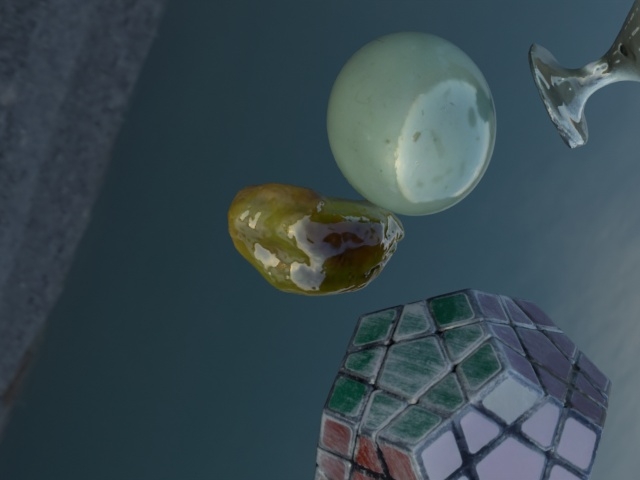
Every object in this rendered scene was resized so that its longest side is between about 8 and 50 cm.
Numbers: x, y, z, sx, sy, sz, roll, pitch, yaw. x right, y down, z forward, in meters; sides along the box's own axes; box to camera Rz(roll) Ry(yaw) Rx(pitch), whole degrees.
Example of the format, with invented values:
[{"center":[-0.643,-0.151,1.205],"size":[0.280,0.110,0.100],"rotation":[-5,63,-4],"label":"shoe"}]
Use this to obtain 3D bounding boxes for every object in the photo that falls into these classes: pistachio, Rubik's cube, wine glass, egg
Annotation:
[{"center":[-0.003,0.003,1.524],"size":[0.189,0.100,0.110],"rotation":[11,107,-30],"label":"pistachio"},{"center":[0.143,0.201,1.562],"size":[0.319,0.319,0.264],"rotation":[21,55,-58],"label":"Rubik's cube"},{"center":[0.328,-0.190,1.493],"size":[0.241,0.126,0.126],"rotation":[-26,156,22],"label":"wine glass"},{"center":[0.080,-0.103,1.364],"size":[0.192,0.149,0.149],"rotation":[-91,176,-50],"label":"egg"}]
